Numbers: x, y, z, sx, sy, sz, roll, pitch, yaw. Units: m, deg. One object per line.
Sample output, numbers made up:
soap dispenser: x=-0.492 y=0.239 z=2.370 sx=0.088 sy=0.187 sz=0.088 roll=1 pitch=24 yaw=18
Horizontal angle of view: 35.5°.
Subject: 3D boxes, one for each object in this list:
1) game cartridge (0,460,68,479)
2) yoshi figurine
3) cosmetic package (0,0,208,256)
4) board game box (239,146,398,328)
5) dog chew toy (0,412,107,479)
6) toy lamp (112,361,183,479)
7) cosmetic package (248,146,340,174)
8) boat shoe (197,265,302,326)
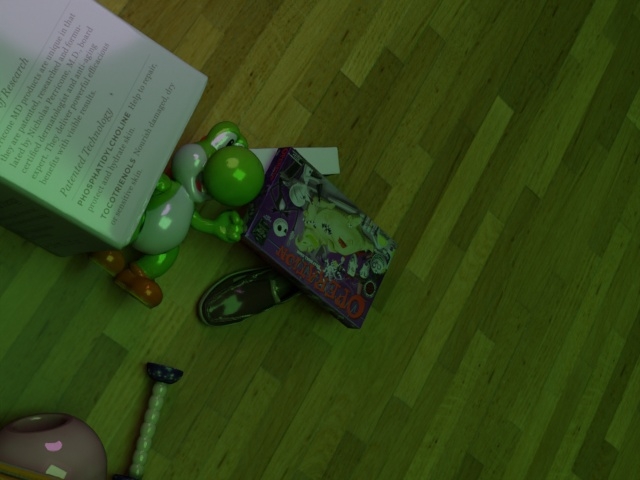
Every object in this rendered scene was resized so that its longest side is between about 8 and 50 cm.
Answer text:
game cartridge: x=-0.479 y=0.498 z=1.550 sx=0.052 sy=0.285 sz=0.324 roll=-35 pitch=132 yaw=-63
yoshi figurine: x=-0.235 y=-0.057 z=1.775 sx=0.203 sy=0.203 sz=0.362 roll=37 pitch=77 yaw=5
cosmetic package: x=-0.467 y=-0.208 z=1.612 sx=0.393 sy=0.329 sz=0.328 roll=32 pitch=71 yaw=-26
board game box: x=0.000 y=0.000 z=1.959 sx=0.347 sy=0.056 sz=0.208 roll=40 pitch=69 yaw=-34
dog chew toy: x=-0.451 y=0.462 z=1.660 sx=0.206 sy=0.206 sz=0.332 roll=-9 pitch=99 yaw=-33
toy lamp: x=-0.319 y=0.363 z=1.815 sx=0.080 sy=0.080 sz=0.275 roll=20 pitch=76 yaw=-30
cosmetic package: x=-0.088 y=-0.151 z=1.985 sx=0.239 sy=0.099 sz=0.061 roll=-4 pitch=89 yaw=-33
boat shoe: x=-0.116 y=0.095 z=1.951 sx=0.257 sy=0.095 sz=0.095 roll=-25 pitch=100 yaw=-31
